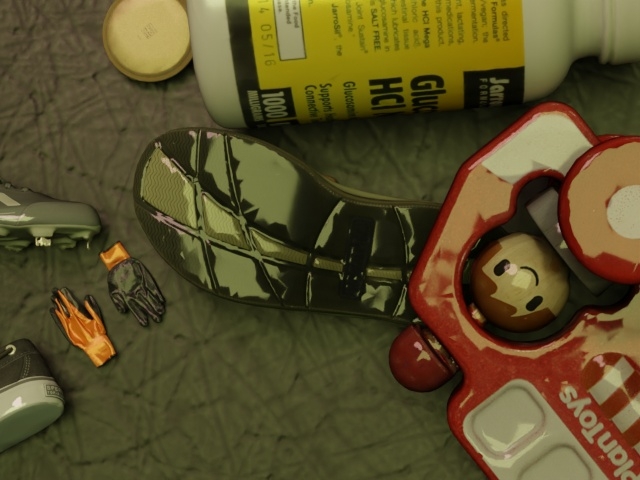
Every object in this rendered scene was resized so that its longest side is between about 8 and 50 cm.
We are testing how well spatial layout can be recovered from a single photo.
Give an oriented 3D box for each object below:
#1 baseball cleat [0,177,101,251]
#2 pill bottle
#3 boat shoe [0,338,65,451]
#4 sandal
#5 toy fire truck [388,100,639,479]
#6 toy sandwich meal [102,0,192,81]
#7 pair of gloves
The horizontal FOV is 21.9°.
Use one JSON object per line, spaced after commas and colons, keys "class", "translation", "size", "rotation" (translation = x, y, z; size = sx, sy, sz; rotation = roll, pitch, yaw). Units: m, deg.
{"class": "baseball cleat", "translation": [-0.272, -0.045, 1.285], "size": [0.206, 0.072, 0.109], "rotation": [1, 78, 1]}
{"class": "pill bottle", "translation": [0.075, -0.187, 1.215], "size": [0.334, 0.188, 0.188], "rotation": [-5, 84, 4]}
{"class": "boat shoe", "translation": [-0.310, 0.143, 1.269], "size": [0.228, 0.080, 0.076], "rotation": [-27, 66, 4]}
{"class": "sandal", "translation": [0.001, 0.002, 1.259], "size": [0.303, 0.086, 0.120], "rotation": [18, 92, -11]}
{"class": "toy fire truck", "translation": [0.190, 0.068, 1.182], "size": [0.254, 0.169, 0.302], "rotation": [-39, 92, 5]}
{"class": "toy sandwich meal", "translation": [-0.133, -0.166, 1.310], "size": [0.085, 0.029, 0.085], "rotation": [0, 89, 4]}
{"class": "pair of gloves", "translation": [-0.167, 0.050, 1.298], "size": [0.083, 0.010, 0.074], "rotation": [-38, 81, -3]}
